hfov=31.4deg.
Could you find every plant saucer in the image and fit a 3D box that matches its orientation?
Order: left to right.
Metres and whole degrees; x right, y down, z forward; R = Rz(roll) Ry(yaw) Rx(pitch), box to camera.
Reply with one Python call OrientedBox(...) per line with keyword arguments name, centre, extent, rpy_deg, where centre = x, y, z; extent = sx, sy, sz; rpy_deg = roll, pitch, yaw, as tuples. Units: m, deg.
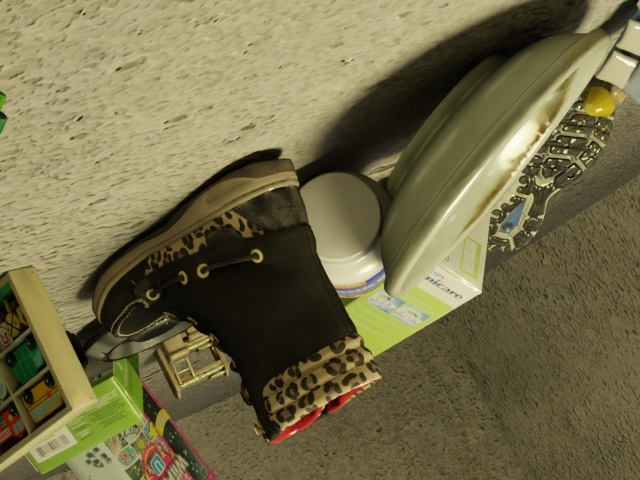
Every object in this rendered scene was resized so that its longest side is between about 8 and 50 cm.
OrientedBox(name="plant saucer", centre=(0.183, -0.110, 1.364), extent=(0.400, 0.100, 0.400), rpy_deg=(-48, 169, -12))

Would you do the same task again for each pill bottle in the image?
OrientedBox(name="pill bottle", centre=(0.030, -0.009, 1.518), extent=(0.152, 0.152, 0.272), rpy_deg=(-28, 171, 1))

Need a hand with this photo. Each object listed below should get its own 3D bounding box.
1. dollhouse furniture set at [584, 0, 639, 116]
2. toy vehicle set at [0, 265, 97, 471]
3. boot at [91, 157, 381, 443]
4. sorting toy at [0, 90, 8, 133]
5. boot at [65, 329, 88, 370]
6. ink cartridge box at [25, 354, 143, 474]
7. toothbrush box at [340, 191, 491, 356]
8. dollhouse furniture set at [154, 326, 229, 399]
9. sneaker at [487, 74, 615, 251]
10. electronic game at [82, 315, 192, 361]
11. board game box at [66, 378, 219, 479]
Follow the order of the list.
OrientedBox(name="dollhouse furniture set", centre=(0.460, -0.166, 1.351), extent=(0.198, 0.286, 0.303), rpy_deg=(-36, 163, -34))
OrientedBox(name="toy vehicle set", centre=(-0.365, 0.161, 1.288), extent=(0.035, 0.166, 0.267), rpy_deg=(-16, 164, -49))
OrientedBox(name="boot", centre=(-0.106, 0.106, 1.348), extent=(0.377, 0.284, 0.138), rpy_deg=(-36, 167, 36))
OrientedBox(name="sorting toy", centre=(-0.290, -0.061, 0.648), extent=(0.126, 0.127, 0.365), rpy_deg=(-61, 164, 12))
OrientedBox(name="boot", centre=(-0.413, 0.206, 1.588), extent=(0.207, 0.094, 0.246), rpy_deg=(-25, 164, 5))
OrientedBox(name="ink cartridge box", centre=(-0.396, 0.240, 1.864), extent=(0.189, 0.097, 0.255), rpy_deg=(-28, -156, 2))
OrientedBox(name="toothbrush box", centre=(0.125, 0.032, 1.772), extent=(0.283, 0.122, 0.206), rpy_deg=(-39, -152, 44))
OrientedBox(name="dollhouse furniture set", centre=(-0.201, 0.205, 2.129), extent=(0.182, 0.101, 0.161), rpy_deg=(-24, 170, -18))
OrientedBox(name="sneaker", centre=(0.328, -0.139, 1.785), extent=(0.130, 0.147, 0.330), rpy_deg=(15, 130, -25))
OrientedBox(name="electronic game", centre=(-0.252, 0.120, 1.719), extent=(0.229, 0.048, 0.229), rpy_deg=(-27, 169, -6))
OrientedBox(name="board game box", centre=(-0.324, 0.396, 2.025), extent=(0.098, 0.303, 0.224), rpy_deg=(-30, -169, 20))
